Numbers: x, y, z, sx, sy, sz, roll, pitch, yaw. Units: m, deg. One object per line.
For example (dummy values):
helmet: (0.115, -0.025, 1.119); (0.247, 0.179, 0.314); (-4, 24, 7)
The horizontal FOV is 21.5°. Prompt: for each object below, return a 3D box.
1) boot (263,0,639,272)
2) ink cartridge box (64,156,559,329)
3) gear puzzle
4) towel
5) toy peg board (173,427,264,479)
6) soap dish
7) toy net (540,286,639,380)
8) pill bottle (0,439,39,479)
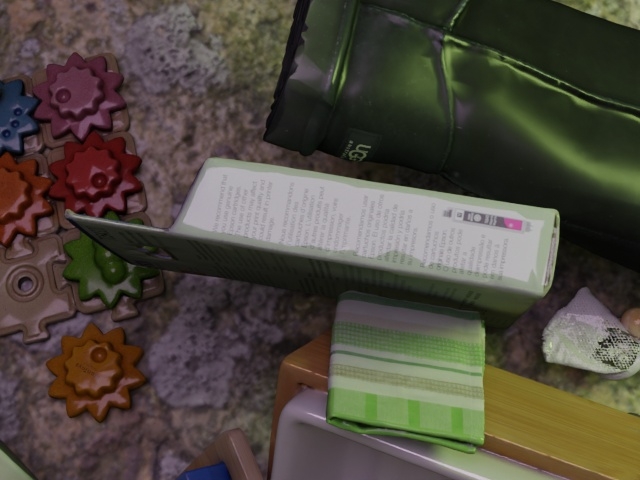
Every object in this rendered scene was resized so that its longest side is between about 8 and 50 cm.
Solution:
boot: (0.207, -0.166, 1.333); (0.445, 0.146, 0.367); (17, 68, -7)
ink cartridge box: (0.000, 0.000, 1.269); (0.330, 0.324, 0.071); (11, 84, 3)
gear puzzle: (-0.230, -0.004, 1.455); (0.175, 0.044, 0.339); (-14, 71, 0)
towel: (0.061, 0.093, 1.196); (0.113, 0.023, 0.152); (10, 33, -1)
toy peg board: (-0.096, 0.254, 1.286); (0.079, 0.160, 0.161); (-11, 66, -36)
soap dish: (0.105, 0.190, 1.270); (0.291, 0.229, 0.118); (18, 48, 10)
toy net: (0.298, 0.076, 1.383); (0.232, 0.045, 0.122); (-17, 72, 1)
pill bottle: (-0.397, 0.266, 1.296); (0.204, 0.204, 0.361); (42, 79, 16)
